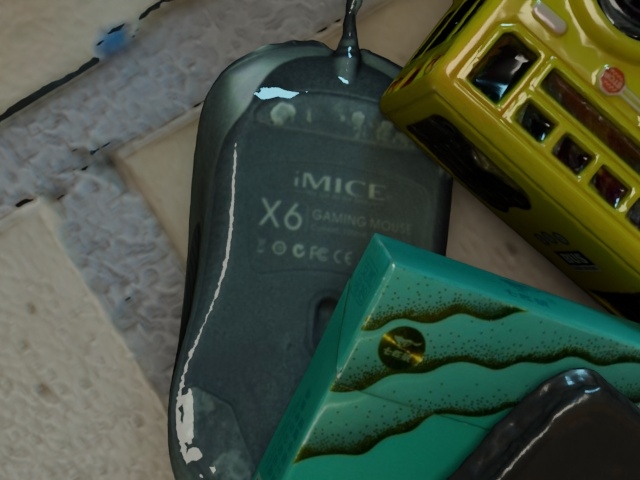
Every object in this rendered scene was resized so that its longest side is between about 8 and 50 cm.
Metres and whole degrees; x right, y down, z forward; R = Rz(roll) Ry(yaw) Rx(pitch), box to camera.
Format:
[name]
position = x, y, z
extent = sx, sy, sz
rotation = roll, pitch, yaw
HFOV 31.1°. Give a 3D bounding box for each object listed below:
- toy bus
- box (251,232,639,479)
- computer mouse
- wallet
[toy bus]
position = 0.198, -0.021, 0.617
extent = 0.331, 0.145, 0.151
rotation = 40, 81, -8
[box]
position = 0.050, 0.122, 0.576
extent = 0.161, 0.042, 0.226
rotation = 19, 108, -23
[computer mouse]
position = 0.000, 0.000, 0.659
extent = 0.167, 0.090, 0.379
rotation = 12, 81, -19
[wallet]
position = 0.170, 0.197, 0.600
extent = 0.309, 0.042, 0.165
rotation = 39, 96, -27
